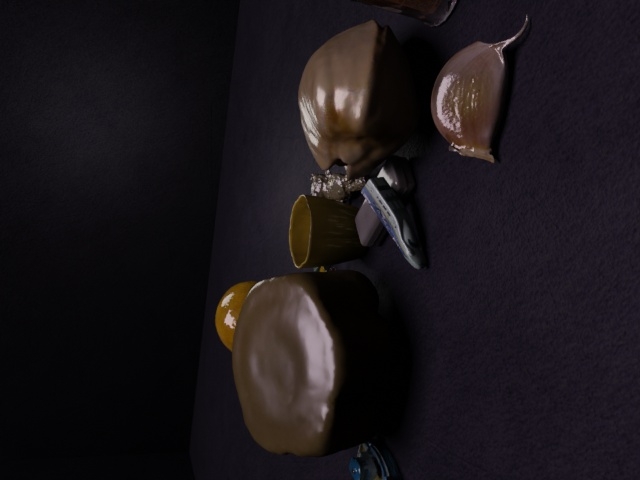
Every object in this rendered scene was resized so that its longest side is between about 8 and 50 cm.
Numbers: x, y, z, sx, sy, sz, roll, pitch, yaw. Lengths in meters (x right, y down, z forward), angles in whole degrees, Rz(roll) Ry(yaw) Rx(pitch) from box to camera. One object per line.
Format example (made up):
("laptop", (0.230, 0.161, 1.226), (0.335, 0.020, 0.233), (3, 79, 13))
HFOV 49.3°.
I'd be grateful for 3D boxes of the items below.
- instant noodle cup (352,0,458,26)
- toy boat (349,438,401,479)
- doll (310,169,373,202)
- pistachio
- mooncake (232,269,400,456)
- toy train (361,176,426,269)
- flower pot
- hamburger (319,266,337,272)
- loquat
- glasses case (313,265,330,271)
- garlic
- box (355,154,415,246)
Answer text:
("instant noodle cup", (0.174, -0.579, 1.483), (0.217, 0.207, 0.218), (-177, 90, -69))
("toy boat", (0.118, 0.548, 1.629), (0.215, 0.102, 0.088), (-126, 41, -60))
("doll", (0.060, -0.141, 1.932), (0.285, 0.091, 0.203), (25, 143, 48))
("pistachio", (0.087, -0.326, 1.625), (0.445, 0.281, 0.366), (-87, 14, -75))
("mooncake", (-0.014, 0.297, 1.707), (0.466, 0.262, 0.468), (-7, 81, 52))
("toy train", (0.174, -0.040, 1.555), (0.234, 0.052, 0.051), (59, 141, 26))
("flower pot", (0.026, -0.021, 1.855), (0.195, 0.179, 0.195), (-179, 90, -72))
("hamburger", (0.022, 0.161, 1.970), (0.189, 0.093, 0.164), (137, 131, -63))
("loquat", (-0.234, 0.280, 2.445), (0.275, 0.274, 0.275), (-177, 90, -71))
("glasses case", (0.000, 0.000, 2.136), (0.078, 0.039, 0.184), (126, 143, -58))
("garlic", (0.287, -0.296, 1.299), (0.128, 0.148, 0.267), (-47, -32, -60))
("box", (0.153, -0.092, 1.692), (0.244, 0.055, 0.103), (117, 149, -48))
